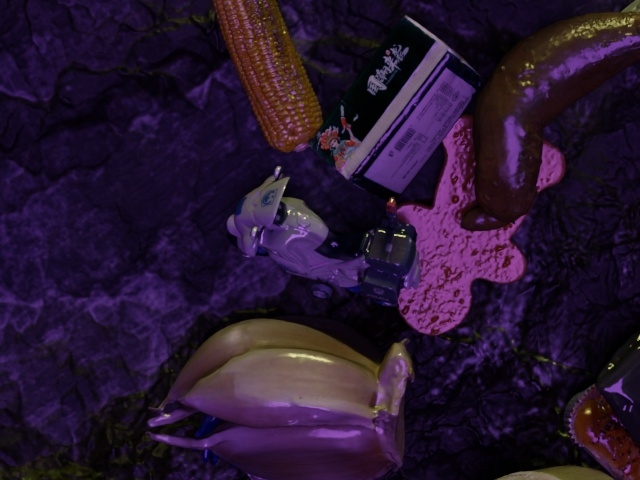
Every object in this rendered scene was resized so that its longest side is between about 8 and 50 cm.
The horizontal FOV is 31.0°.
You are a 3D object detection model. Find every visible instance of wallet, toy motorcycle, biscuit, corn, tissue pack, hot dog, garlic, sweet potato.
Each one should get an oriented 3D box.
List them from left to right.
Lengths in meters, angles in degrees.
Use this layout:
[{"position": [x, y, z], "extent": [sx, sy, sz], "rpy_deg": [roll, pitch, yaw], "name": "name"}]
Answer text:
[{"position": [-0.057, -0.188, 1.211], "extent": [0.072, 0.072, 0.203], "rpy_deg": [-22, 103, 5], "name": "corn"}, {"position": [-0.027, 0.182, 1.227], "extent": [0.292, 0.237, 0.210], "rpy_deg": [-2, 95, 19], "name": "garlic"}, {"position": [0.000, 0.000, 1.219], "extent": [0.221, 0.150, 0.102], "rpy_deg": [15, 62, 8], "name": "toy motorcycle"}, {"position": [0.082, -0.135, 1.205], "extent": [0.170, 0.103, 0.090], "rpy_deg": [-51, 55, 12], "name": "tissue pack"}, {"position": [0.157, -0.013, 1.276], "extent": [0.165, 0.036, 0.250], "rpy_deg": [21, 99, -5], "name": "biscuit"}, {"position": [0.229, -0.142, 1.189], "extent": [0.124, 0.098, 0.310], "rpy_deg": [40, 101, 6], "name": "sweet potato"}, {"position": [0.360, 0.237, 1.321], "extent": [0.192, 0.053, 0.099], "rpy_deg": [42, 71, -9], "name": "hot dog"}, {"position": [0.430, 0.194, 1.301], "extent": [0.168, 0.052, 0.245], "rpy_deg": [-43, 105, -15], "name": "wallet"}]

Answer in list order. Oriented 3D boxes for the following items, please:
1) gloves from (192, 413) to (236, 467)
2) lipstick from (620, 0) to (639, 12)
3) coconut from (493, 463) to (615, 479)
[{"position": [-0.111, 0.225, 1.337], "extent": [0.064, 0.026, 0.086], "rpy_deg": [20, 103, -9], "name": "gloves"}, {"position": [0.414, -0.147, 1.232], "extent": [0.059, 0.059, 0.264], "rpy_deg": [-41, 101, 9], "name": "lipstick"}, {"position": [0.272, 0.356, 1.284], "extent": [0.234, 0.224, 0.224], "rpy_deg": [20, 106, -41], "name": "coconut"}]
